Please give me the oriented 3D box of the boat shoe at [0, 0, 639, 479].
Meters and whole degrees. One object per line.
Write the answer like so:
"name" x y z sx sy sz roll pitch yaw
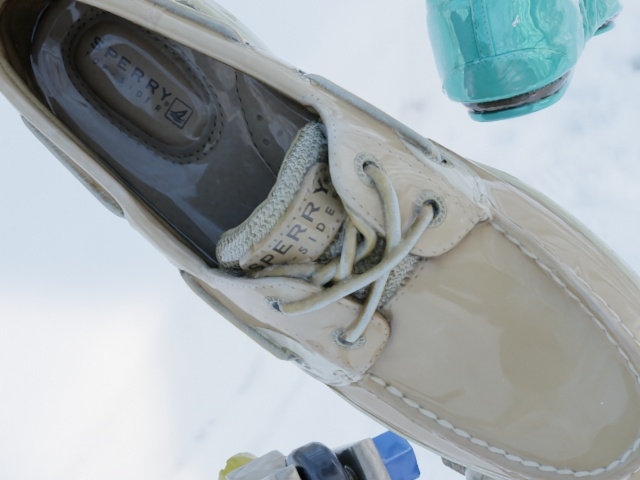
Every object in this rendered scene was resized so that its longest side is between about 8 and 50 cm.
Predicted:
"boat shoe" 0.000 0.000 0.722 0.341 0.121 0.110 33 11 10

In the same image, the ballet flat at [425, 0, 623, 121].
"ballet flat" 0.105 -0.127 0.887 0.083 0.087 0.247 -10 13 16

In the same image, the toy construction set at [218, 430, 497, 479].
"toy construction set" 0.012 0.195 1.162 0.309 0.257 0.237 -47 24 -10
